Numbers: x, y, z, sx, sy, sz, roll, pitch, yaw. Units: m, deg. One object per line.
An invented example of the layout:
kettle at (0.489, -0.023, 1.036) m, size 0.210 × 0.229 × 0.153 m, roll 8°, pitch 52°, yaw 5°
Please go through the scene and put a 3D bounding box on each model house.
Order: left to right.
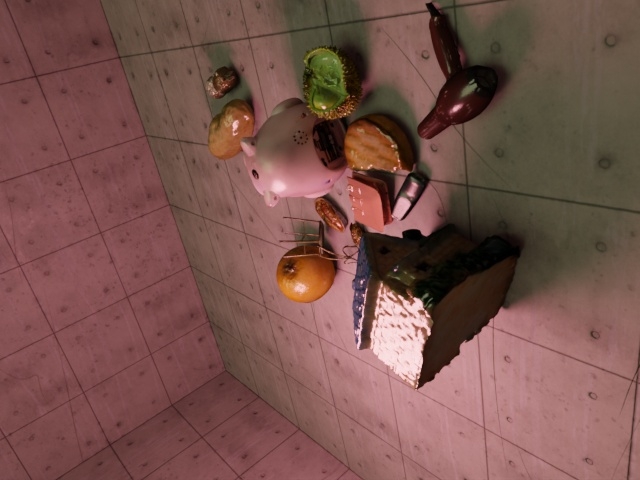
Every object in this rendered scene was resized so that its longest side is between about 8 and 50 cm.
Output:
model house at (0.297, 0.119, 1.541) m, size 0.400 × 0.445 × 0.395 m, roll 34°, pitch 140°, yaw 37°

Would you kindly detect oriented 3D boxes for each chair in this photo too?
chair at (0.000, 0.000, 2.119) m, size 0.160 × 0.326 × 0.170 m, roll 84°, pitch -172°, yaw -57°

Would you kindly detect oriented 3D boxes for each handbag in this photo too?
handbag at (0.173, -0.140, 1.823) m, size 0.157 × 0.059 × 0.212 m, roll 25°, pitch 147°, yaw 34°

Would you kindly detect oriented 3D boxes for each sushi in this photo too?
sushi at (0.151, -0.018, 2.002) m, size 0.118 × 0.061 × 0.060 m, roll 44°, pitch 169°, yaw 16°

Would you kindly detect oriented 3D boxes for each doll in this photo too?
doll at (-0.430, -0.706, 2.240) m, size 0.221 × 0.115 × 0.105 m, roll -22°, pitch 85°, yaw 60°

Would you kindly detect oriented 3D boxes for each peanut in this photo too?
peanut at (-0.408, -0.507, 2.319) m, size 0.387 × 0.169 × 0.192 m, roll -34°, pitch 81°, yaw 54°

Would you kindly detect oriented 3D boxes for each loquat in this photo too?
loquat at (-0.066, 0.146, 2.257) m, size 0.263 × 0.263 × 0.263 m, roll 34°, pitch 139°, yaw 36°

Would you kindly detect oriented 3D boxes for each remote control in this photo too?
remote control at (0.292, -0.143, 1.715) m, size 0.072 × 0.042 × 0.222 m, roll 35°, pitch 144°, yaw 11°

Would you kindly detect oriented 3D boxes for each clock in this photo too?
clock at (-0.080, -0.311, 1.809) m, size 0.250 × 0.377 × 0.368 m, roll 1°, pitch 119°, yaw 49°

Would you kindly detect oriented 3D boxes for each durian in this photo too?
durian at (0.034, -0.510, 1.664) m, size 0.200 × 0.176 × 0.237 m, roll -15°, pitch 89°, yaw 13°

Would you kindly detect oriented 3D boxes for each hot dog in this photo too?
hot dog at (0.041, -0.105, 2.097) m, size 0.192 × 0.053 × 0.099 m, roll 50°, pitch 155°, yaw 21°

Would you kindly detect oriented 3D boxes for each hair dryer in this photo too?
hair dryer at (0.328, -0.473, 1.397) m, size 0.312 × 0.123 × 0.340 m, roll -26°, pitch 82°, yaw 69°

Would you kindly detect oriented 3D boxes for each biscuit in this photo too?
biscuit at (0.190, -0.317, 1.690) m, size 0.274 × 0.091 × 0.213 m, roll 20°, pitch 132°, yaw 49°
